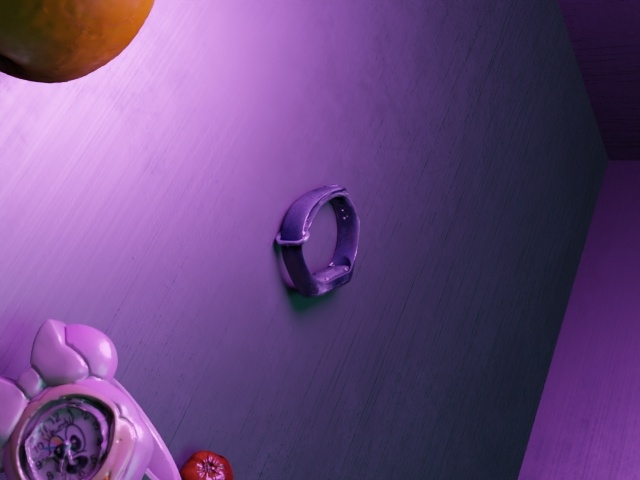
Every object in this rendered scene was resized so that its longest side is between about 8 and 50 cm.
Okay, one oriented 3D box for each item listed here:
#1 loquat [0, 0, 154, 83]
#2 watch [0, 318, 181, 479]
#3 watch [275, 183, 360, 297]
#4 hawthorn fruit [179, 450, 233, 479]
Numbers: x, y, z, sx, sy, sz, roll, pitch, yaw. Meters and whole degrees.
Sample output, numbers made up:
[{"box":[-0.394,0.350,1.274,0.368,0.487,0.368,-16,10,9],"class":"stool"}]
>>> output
[{"box":[-0.294,-0.304,0.805,0.275,0.275,0.274,-9,101,-53],"class":"loquat"},{"box":[-0.292,0.254,0.951,0.211,0.248,0.217,-36,157,-8],"class":"watch"},{"box":[0.000,0.000,1.410,0.206,0.068,0.192,-19,106,-55],"class":"watch"},{"box":[-0.179,0.378,1.202,0.093,0.093,0.093,-9,101,-53],"class":"hawthorn fruit"}]
